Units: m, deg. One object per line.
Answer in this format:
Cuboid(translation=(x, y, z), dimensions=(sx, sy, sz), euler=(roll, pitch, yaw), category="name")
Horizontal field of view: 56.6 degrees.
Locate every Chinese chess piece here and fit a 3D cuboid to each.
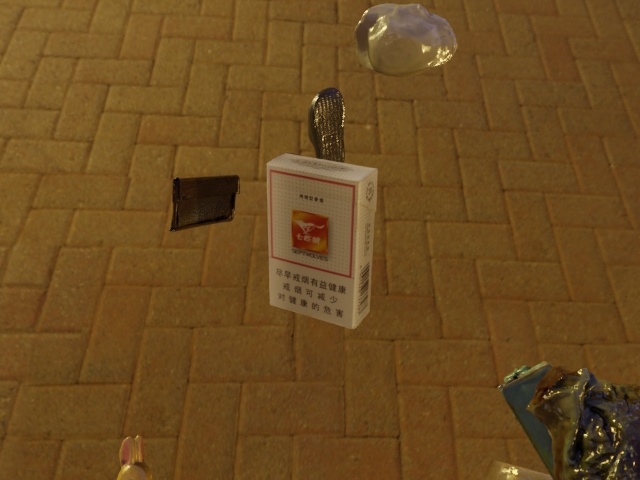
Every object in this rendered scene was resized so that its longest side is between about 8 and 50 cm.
Cuboid(translation=(0.517, 0.600, 1.414), dimensions=(0.250, 0.251, 0.097), euler=(14, 73, 3), category="Chinese chess piece")

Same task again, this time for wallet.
Cuboid(translation=(-0.285, -0.097, 1.495), dimensions=(0.039, 0.133, 0.243), euler=(15, 13, 23), category="wallet")

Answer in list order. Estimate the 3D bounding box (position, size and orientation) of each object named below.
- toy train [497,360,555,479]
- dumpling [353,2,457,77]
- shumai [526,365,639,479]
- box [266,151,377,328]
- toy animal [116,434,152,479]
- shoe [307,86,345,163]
Cuboid(translation=(0.474, 0.390, 1.154), dimensions=(0.129, 0.159, 0.326), euler=(-31, 67, 9), category="toy train")
Cuboid(translation=(0.192, -0.463, 1.377), dimensions=(0.250, 0.163, 0.132), euler=(7, 28, 24), category="dumpling")
Cuboid(translation=(0.220, 0.156, 0.500), dimensions=(0.087, 0.099, 0.124), euler=(33, 51, 3), category="shumai")
Cuboid(translation=(0.000, 0.000, 1.230), dimensions=(0.210, 0.331, 0.095), euler=(13, 29, 24), category="box")
Cuboid(translation=(-0.285, 0.377, 0.895), dimensions=(0.070, 0.083, 0.160), euler=(8, 93, 30), category="toy animal")
Cuboid(translation=(0.008, -0.317, 1.703), dimensions=(0.108, 0.241, 0.093), euler=(-18, 30, -24), category="shoe")
